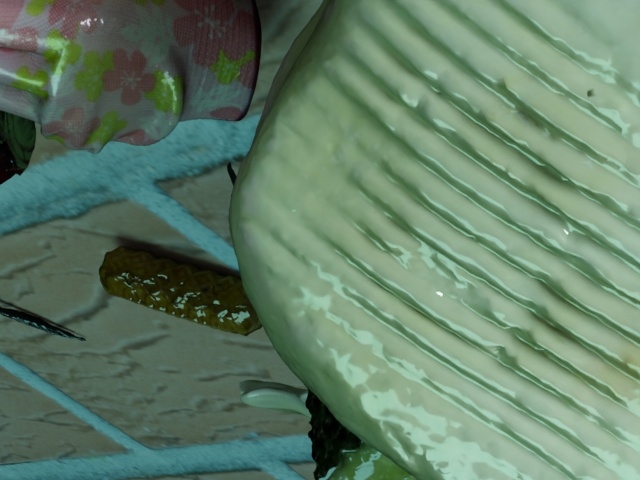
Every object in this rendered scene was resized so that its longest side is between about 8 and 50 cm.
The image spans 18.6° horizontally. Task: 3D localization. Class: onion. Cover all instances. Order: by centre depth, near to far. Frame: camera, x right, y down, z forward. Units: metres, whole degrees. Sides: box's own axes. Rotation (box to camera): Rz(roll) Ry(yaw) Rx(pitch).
[{"bbox_3d":[-0.273,-0.089,1.437,0.118,0.118,0.117,7,128,36],"label":"onion"}]

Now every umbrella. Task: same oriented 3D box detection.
[{"bbox_3d":[-0.301,0.074,1.917,0.149,0.022,0.022,21,-162,10],"label":"umbrella"}]

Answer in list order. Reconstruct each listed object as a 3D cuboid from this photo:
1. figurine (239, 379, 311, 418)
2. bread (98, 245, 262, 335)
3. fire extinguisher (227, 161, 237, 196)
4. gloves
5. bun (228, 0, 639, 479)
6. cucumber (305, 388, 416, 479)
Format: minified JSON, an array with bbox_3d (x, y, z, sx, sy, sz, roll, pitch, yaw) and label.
[{"bbox_3d":[0.075,0.136,1.486,0.274,0.227,0.394,10,169,4],"label":"figurine"},{"bbox_3d":[-0.115,0.042,1.633,0.157,0.044,0.052,16,149,20],"label":"bread"},{"bbox_3d":[0.000,0.000,1.449,0.173,0.035,0.049,36,158,-30],"label":"fire extinguisher"},{"bbox_3d":[-0.163,-0.127,1.171,0.241,0.126,0.145,0,154,-20],"label":"gloves"},{"bbox_3d":[0.129,-0.031,1.004,0.361,0.213,0.361,7,110,20],"label":"bun"},{"bbox_3d":[0.026,0.045,1.228,0.096,0.359,0.096,-3,123,-4],"label":"cucumber"}]
